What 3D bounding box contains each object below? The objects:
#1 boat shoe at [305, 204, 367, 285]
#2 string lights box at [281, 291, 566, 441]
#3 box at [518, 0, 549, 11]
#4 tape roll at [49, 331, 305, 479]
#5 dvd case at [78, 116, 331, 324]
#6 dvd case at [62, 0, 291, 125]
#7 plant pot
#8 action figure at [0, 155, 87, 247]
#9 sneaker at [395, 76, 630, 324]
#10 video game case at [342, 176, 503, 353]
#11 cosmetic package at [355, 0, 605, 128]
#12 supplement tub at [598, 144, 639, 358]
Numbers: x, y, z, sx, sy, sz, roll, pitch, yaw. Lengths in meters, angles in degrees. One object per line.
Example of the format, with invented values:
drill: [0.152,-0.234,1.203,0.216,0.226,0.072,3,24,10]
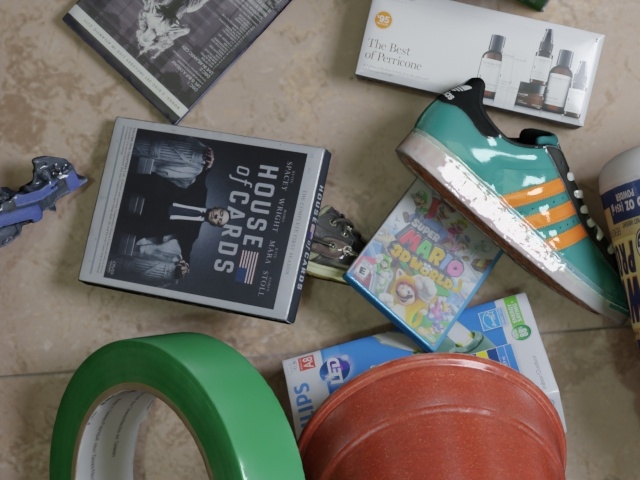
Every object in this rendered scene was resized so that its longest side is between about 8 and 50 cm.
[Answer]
boat shoe: [0.000,0.000,1.574,0.223,0.080,0.073,11,97,7]
string lights box: [0.102,0.157,1.542,0.259,0.077,0.133,-16,47,3]
box: [0.093,-0.325,1.485,0.322,0.232,0.058,28,94,2]
tape roll: [-0.145,0.251,1.492,0.321,0.077,0.321,5,96,47]
dvd case: [-0.119,-0.023,1.560,0.238,0.029,0.179,10,83,21]
dvd case: [-0.137,-0.256,1.606,0.164,0.018,0.221,43,93,0]
plant pot: [0.118,0.287,1.382,0.272,0.265,0.272,-3,121,-5]
action figure: [-0.425,-0.040,1.559,0.341,0.178,0.330,-30,114,-32]
sneaker: [0.222,-0.039,1.529,0.302,0.108,0.121,40,87,-15]
video game case: [0.111,0.016,1.551,0.119,0.015,0.166,41,60,-6]
cosmetic package: [0.161,-0.189,1.570,0.239,0.060,0.099,13,91,3]
supplement tub: [0.407,0.052,1.465,0.228,0.228,0.316,-13,84,3]
